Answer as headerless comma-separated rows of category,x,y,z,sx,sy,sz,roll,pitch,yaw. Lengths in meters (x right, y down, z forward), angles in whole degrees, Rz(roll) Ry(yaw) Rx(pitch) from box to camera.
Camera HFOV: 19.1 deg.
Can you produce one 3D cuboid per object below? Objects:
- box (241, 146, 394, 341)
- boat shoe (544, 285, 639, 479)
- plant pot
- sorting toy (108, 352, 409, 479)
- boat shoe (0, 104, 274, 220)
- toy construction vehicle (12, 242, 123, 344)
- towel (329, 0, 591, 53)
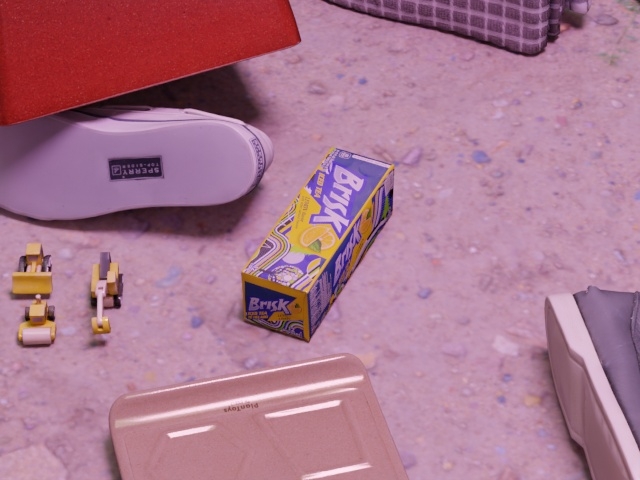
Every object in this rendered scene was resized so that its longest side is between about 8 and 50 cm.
box,0.000,0.000,1.495,0.059,0.054,0.169,17,44,18
boat shoe,0.234,0.140,1.292,0.099,0.116,0.319,-9,37,-5
plant pot,-0.203,-0.265,1.596,0.267,0.236,0.267,-18,21,-19
sorting toy,-0.035,0.179,1.311,0.193,0.038,0.208,-10,47,-11
boat shoe,-0.164,-0.065,1.557,0.258,0.095,0.084,6,11,14
toy construction vehicle,-0.197,0.037,1.468,0.085,0.035,0.098,0,41,1
towel,0.104,-0.304,1.706,0.283,0.235,0.121,20,49,23
